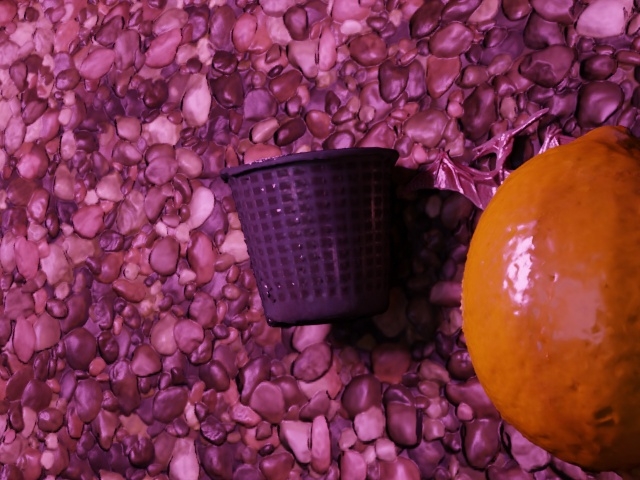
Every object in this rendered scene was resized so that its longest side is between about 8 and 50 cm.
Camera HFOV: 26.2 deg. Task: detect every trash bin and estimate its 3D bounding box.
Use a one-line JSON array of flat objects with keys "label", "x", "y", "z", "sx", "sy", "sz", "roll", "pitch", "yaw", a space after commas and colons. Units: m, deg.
[{"label": "trash bin", "x": 0.000, "y": 0.000, "z": 1.317, "sx": 0.175, "sy": 0.175, "sz": 0.161, "roll": -11, "pitch": 86, "yaw": 30}]

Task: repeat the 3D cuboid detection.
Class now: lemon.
[{"label": "lemon", "x": 0.228, "y": 0.054, "z": 1.117, "sx": 0.236, "sy": 0.236, "sz": 0.263, "roll": -13, "pitch": 48, "yaw": 29}]

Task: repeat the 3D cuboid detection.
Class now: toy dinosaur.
[{"label": "toy dinosaur", "x": 0.174, "y": -0.061, "z": 1.289, "sx": 0.220, "sy": 0.032, "sz": 0.108, "roll": -11, "pitch": 72, "yaw": 20}]
